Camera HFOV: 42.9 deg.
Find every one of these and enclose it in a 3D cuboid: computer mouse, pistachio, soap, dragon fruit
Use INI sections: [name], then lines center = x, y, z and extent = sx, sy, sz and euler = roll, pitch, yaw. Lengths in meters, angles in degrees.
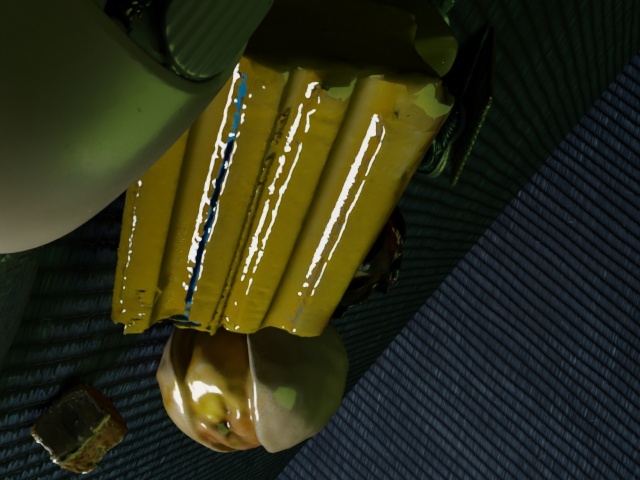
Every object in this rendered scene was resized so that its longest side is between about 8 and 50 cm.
[computer mouse]
center = -0.131, -0.096, 0.418
extent = 0.236, 0.082, 0.145
euler = -45, 123, -2
[pistachio]
center = -0.079, 0.159, 1.050
extent = 0.230, 0.230, 0.309
euler = -50, 160, 6
[soap]
center = -0.053, -0.043, 0.648
extent = 0.204, 0.096, 0.324
euler = 6, 141, -17
[dragon fruit]
center = 0.019, 0.001, 0.982
extent = 0.182, 0.182, 0.189
euler = -58, -158, 31

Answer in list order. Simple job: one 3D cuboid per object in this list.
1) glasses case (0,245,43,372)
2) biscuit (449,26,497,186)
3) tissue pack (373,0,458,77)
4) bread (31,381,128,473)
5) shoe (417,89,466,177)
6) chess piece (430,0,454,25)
[glasses case]
center = -0.272, 0.077, 0.577
extent = 0.109, 0.067, 0.282
euler = -30, 155, -55
[biscuit]
center = 0.222, -0.191, 1.195
extent = 0.231, 0.016, 0.139
euler = 99, 0, -63
[tissue pack]
center = 0.027, -0.147, 0.735
extent = 0.123, 0.127, 0.178
euler = -22, 150, -43
[bread]
center = -0.264, 0.201, 0.887
extent = 0.083, 0.076, 0.070
euler = -44, 152, -13
[shoe]
center = 0.164, -0.156, 1.198
extent = 0.071, 0.064, 0.143
euler = -7, 134, -35
[chess piece]
center = 0.100, -0.218, 0.889
extent = 0.149, 0.059, 0.059
euler = -50, 165, -16
